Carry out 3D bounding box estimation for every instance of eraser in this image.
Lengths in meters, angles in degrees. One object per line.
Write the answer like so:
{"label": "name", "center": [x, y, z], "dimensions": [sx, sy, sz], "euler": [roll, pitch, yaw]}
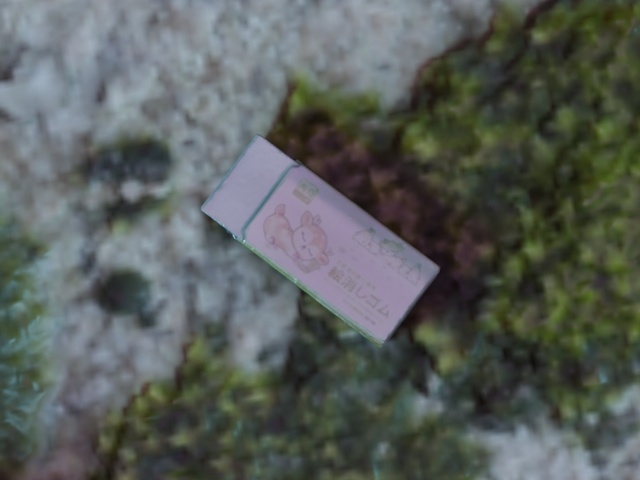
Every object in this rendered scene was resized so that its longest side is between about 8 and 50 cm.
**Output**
{"label": "eraser", "center": [0.000, 0.000, 0.529], "dimensions": [0.083, 0.019, 0.038], "euler": [36, 90, 1]}
